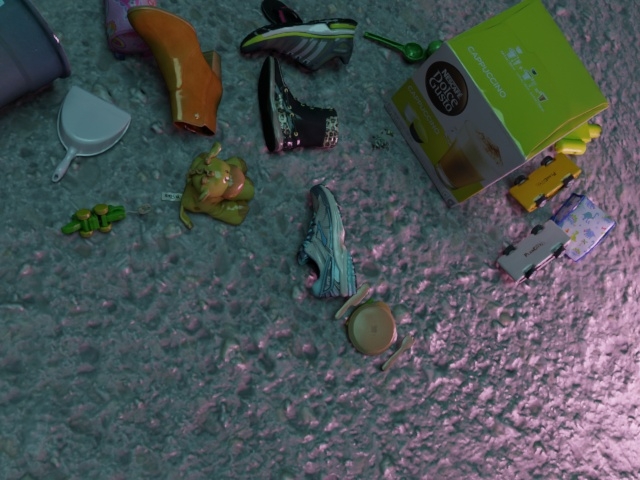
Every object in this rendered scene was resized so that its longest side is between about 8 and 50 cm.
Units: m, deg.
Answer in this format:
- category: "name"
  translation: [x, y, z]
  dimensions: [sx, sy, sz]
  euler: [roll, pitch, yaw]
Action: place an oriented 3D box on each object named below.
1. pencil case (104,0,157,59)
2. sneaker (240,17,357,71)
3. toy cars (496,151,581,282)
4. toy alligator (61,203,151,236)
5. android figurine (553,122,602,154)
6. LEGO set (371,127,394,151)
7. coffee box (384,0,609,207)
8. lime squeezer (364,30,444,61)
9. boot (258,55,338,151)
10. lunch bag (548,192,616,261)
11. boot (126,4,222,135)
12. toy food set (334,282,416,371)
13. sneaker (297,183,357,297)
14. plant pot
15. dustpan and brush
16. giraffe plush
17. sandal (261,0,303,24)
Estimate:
- category: "pencil case"
  translation: [-0.440, -0.570, 1.596]
  dimensions: [0.124, 0.124, 0.284]
  euler: [-3, 76, -22]
- category: "sneaker"
  translation: [-0.051, -0.484, 1.721]
  dimensions: [0.300, 0.111, 0.121]
  euler: [-7, 113, -8]
- category: "toy cars"
  translation: [0.590, -0.055, 1.851]
  dimensions: [0.177, 0.087, 0.393]
  euler: [9, 69, 18]
- category: "toy alligator"
  translation: [-0.462, -0.056, 1.467]
  dimensions: [0.190, 0.056, 0.051]
  euler: [-19, 41, -25]
- category: "android figurine"
  translation: [0.701, -0.369, 2.012]
  dimensions: [0.273, 0.056, 0.248]
  euler: [3, 74, -22]
- category: "LEGO set"
  translation: [0.163, -0.263, 1.785]
  dimensions: [0.054, 0.023, 0.083]
  euler: [26, 67, -12]
- category: "coffee box"
  translation: [0.437, -0.346, 1.744]
  dimensions: [0.338, 0.334, 0.337]
  euler: [-32, 87, -26]
- category: "lime squeezer"
  translation: [0.281, -0.531, 1.845]
  dimensions: [0.310, 0.110, 0.058]
  euler: [6, 53, 24]
- category: "boot"
  translation: [-0.055, -0.332, 1.690]
  dimensions: [0.179, 0.085, 0.236]
  euler: [-3, 82, -24]
- category: "lunch bag"
  translation: [0.707, -0.034, 1.892]
  dimensions: [0.129, 0.096, 0.151]
  euler: [38, 94, -7]
- category: "boot"
  translation: [-0.317, -0.364, 1.521]
  dimensions: [0.295, 0.104, 0.211]
  euler: [26, 62, -55]
- category: "toy food set"
  translation: [0.123, 0.208, 1.626]
  dimensions: [0.132, 0.038, 0.192]
  euler: [-43, 98, -19]
- category: "sneaker"
  translation: [0.000, 0.000, 1.599]
  dimensions: [0.122, 0.110, 0.283]
  euler: [-12, 70, -5]
- category: "plant pot"
  translation: [-0.728, -0.356, 1.316]
  dimensions: [0.341, 0.341, 0.334]
  euler: [45, 72, -4]
- category: "dustpan and brush"
  translation: [-0.526, -0.219, 1.493]
  dimensions: [0.147, 0.060, 0.211]
  euler: [28, 59, -10]
- category: "giraffe plush"
  translation: [-0.233, -0.130, 1.509]
  dimensions: [0.210, 0.170, 0.181]
  euler: [-14, 80, -24]
- category: "sandal"
  translation: [-0.075, -0.566, 1.774]
  dimensions: [0.179, 0.040, 0.067]
  euler: [43, 66, -5]
